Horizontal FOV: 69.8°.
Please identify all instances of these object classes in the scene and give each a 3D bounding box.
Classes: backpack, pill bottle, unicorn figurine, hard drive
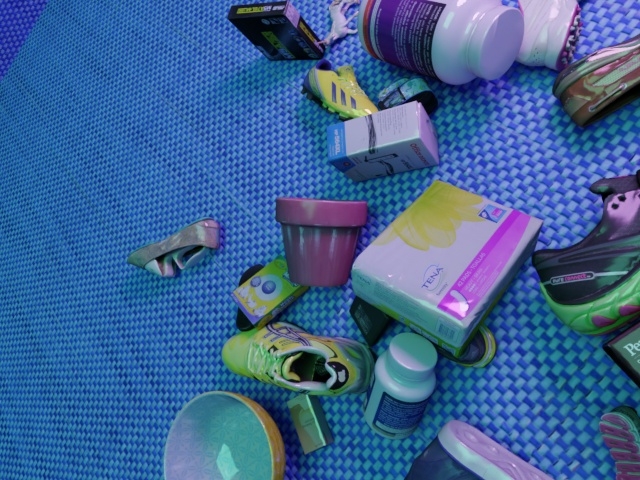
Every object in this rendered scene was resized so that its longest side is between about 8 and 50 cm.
[{"bbox_3d":[0.189,-0.304,1.000,0.114,0.105,0.084,-30,65,18],"label":"backpack"},{"bbox_3d":[0.147,0.262,0.834,0.112,0.111,0.187,35,133,31],"label":"pill bottle"},{"bbox_3d":[0.053,-0.557,1.172,0.111,0.060,0.162,-19,53,25],"label":"unicorn figurine"},{"bbox_3d":[0.101,0.147,0.935,0.022,0.135,0.094,-19,61,-22],"label":"hard drive"},{"bbox_3d":[0.235,-0.430,0.934,0.323,0.181,0.182,40,99,40],"label":"pill bottle"}]

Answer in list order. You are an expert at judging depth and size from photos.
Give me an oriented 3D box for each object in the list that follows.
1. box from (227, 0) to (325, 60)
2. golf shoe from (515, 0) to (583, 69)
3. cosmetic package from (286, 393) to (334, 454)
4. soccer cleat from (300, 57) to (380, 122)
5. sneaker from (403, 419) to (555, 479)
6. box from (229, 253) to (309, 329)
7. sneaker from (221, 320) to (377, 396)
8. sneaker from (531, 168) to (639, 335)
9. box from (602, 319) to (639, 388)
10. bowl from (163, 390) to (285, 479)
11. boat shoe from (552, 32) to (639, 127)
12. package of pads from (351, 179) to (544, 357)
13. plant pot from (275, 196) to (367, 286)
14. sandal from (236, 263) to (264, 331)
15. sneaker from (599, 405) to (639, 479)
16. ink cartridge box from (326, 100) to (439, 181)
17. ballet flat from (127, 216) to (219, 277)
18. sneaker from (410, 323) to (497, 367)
[{"bbox_3d":[-0.109,-0.529,1.172,0.184,0.190,0.045,11,82,30],"label":"box"},{"bbox_3d":[0.453,-0.487,0.894,0.140,0.115,0.307,16,85,35],"label":"golf shoe"},{"bbox_3d":[-0.023,0.390,0.988,0.060,0.041,0.115,-34,64,18],"label":"cosmetic package"},{"bbox_3d":[0.054,-0.348,1.068,0.121,0.093,0.289,-57,46,14],"label":"soccer cleat"},{"bbox_3d":[0.284,0.485,0.756,0.322,0.130,0.237,33,105,27],"label":"sneaker"},{"bbox_3d":[-0.109,0.112,1.072,0.179,0.043,0.105,-38,59,-15],"label":"box"},{"bbox_3d":[-0.075,0.248,0.990,0.384,0.147,0.145,-4,78,31],"label":"sneaker"},{"bbox_3d":[0.541,-0.060,0.699,0.482,0.185,0.202,-39,57,9],"label":"sneaker"},{"bbox_3d":[0.546,0.184,0.644,0.168,0.167,0.203,-42,62,14],"label":"box"},{"bbox_3d":[-0.178,0.470,0.989,0.289,0.156,0.290,-8,74,28],"label":"bowl"},{"bbox_3d":[0.580,-0.298,0.781,0.323,0.122,0.120,-25,72,31],"label":"boat shoe"},{"bbox_3d":[0.222,0.029,0.824,0.229,0.101,0.296,28,56,31],"label":"package of pads"},{"bbox_3d":[0.000,0.000,0.994,0.201,0.201,0.181,5,96,30],"label":"plant pot"},{"bbox_3d":[-0.168,0.141,1.120,0.067,0.040,0.179,-10,55,22],"label":"sandal"},{"bbox_3d":[0.487,0.331,0.704,0.063,0.074,0.171,-23,88,50],"label":"sneaker"},{"bbox_3d":[0.135,-0.203,0.980,0.202,0.148,0.086,-9,74,28],"label":"ink cartridge box"},{"bbox_3d":[-0.406,0.039,1.256,0.315,0.107,0.106,-24,75,24],"label":"ballet flat"},{"bbox_3d":[0.195,0.128,0.882,0.299,0.121,0.111,35,95,31],"label":"sneaker"}]
